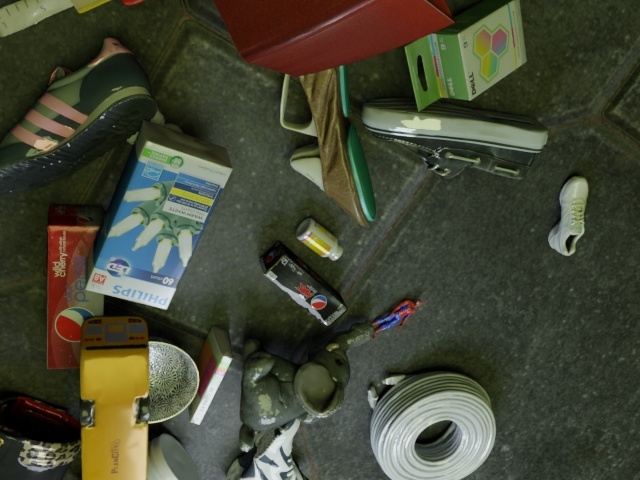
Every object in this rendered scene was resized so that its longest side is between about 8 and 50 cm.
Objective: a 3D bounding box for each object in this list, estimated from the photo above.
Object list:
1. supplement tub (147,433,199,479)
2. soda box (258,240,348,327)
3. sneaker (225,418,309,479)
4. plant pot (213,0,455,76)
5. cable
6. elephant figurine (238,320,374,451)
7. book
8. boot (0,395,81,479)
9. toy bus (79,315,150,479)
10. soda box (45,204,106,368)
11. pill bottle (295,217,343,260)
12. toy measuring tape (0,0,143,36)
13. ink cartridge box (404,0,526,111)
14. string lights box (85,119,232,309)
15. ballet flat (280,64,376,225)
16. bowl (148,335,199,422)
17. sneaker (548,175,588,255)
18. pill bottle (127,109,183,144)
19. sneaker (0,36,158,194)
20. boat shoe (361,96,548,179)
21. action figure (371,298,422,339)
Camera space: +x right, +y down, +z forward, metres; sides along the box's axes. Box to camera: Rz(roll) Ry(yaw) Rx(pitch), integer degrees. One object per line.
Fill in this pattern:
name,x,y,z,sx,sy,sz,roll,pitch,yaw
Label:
supplement tub,-0.336,0.459,1.529,0.199,0.144,0.144,-35,119,4
soda box,-0.029,0.078,1.464,0.053,0.060,0.169,-43,117,8
sneaker,-0.065,0.424,1.609,0.153,0.094,0.235,23,109,-24
plant pot,-0.010,-0.363,1.113,0.235,0.267,0.267,-29,83,22
cable,0.225,0.375,1.659,0.257,0.089,0.257,-9,118,-9
elephant figurine,-0.020,0.253,1.484,0.239,0.169,0.186,4,111,-7
book,-0.200,0.238,1.480,0.035,0.096,0.144,20,110,-22
boot,-0.609,0.398,1.433,0.377,0.138,0.284,21,110,-27
toy bus,-0.337,0.298,1.364,0.108,0.130,0.333,-1,117,-15
soda box,-0.398,0.077,1.358,0.092,0.083,0.263,1,115,-17
pill bottle,0.000,0.000,1.442,0.083,0.043,0.043,38,102,-26
toy measuring tape,-0.322,-0.367,1.167,0.330,0.121,0.121,-17,121,20
ink cartridge box,0.230,-0.288,1.294,0.209,0.062,0.109,-35,124,-30
string lights box,-0.245,-0.033,1.245,0.133,0.077,0.260,17,115,-25
ballet flat,0.002,-0.177,1.328,0.124,0.116,0.343,-7,119,12
bowl,-0.300,0.227,1.459,0.170,0.080,0.170,-5,117,-11
sneaker,0.464,-0.043,1.529,0.053,0.061,0.152,2,114,-13
pill bottle,-0.234,-0.123,1.297,0.087,0.087,0.160,-33,119,3
sneaker,-0.387,-0.178,1.238,0.319,0.131,0.112,-26,163,15
boat shoe,0.219,-0.156,1.376,0.335,0.121,0.119,7,113,-18
action figure,0.140,0.143,1.559,0.115,0.030,0.038,-34,114,2
